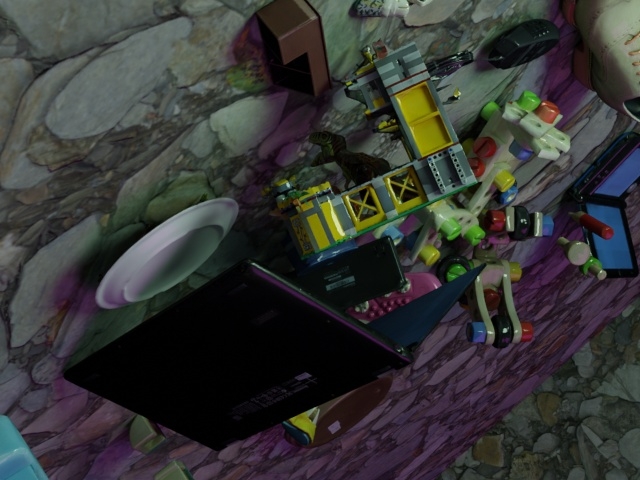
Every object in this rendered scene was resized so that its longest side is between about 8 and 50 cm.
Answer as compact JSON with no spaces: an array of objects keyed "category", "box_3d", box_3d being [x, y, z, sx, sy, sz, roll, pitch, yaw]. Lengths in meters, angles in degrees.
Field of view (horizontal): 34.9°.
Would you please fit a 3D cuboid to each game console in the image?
[{"category":"game console","box_3d":[0.641,-0.068,2.090,0.250,0.173,0.293,-49,155,23]}]

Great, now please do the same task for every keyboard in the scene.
[{"category":"keyboard","box_3d":[0.026,0.047,1.462,0.180,0.108,0.023,-20,167,10]}]

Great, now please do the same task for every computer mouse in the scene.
[{"category":"computer mouse","box_3d":[0.216,-0.248,1.330,0.242,0.041,0.071,-19,166,-29]}]

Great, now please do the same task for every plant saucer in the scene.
[{"category":"plant saucer","box_3d":[0.048,0.348,2.132,0.278,0.041,0.278,-32,156,-16]}]

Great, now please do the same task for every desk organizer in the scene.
[{"category":"desk organizer","box_3d":[-0.026,-0.195,1.050,0.050,0.047,0.130,-33,156,-9]}]

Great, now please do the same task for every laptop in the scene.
[{"category":"laptop","box_3d":[-0.050,0.106,1.360,0.408,0.236,0.382,32,135,-30]}]

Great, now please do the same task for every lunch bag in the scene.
[{"category":"lunch bag","box_3d":[0.000,0.000,1.407,0.098,0.065,0.067,-21,171,-32]}]

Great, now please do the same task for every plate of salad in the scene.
[{"category":"plate of salad","box_3d":[-0.182,0.009,1.185,0.200,0.048,0.200,-36,167,-10]}]

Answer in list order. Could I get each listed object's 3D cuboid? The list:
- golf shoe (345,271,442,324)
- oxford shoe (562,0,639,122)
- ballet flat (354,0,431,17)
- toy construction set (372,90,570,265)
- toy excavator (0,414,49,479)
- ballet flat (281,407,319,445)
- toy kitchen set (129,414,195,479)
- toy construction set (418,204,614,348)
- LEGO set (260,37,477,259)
[{"category":"golf shoe","box_3d":[0.092,0.142,1.749,0.306,0.115,0.140,-36,171,26]},{"category":"oxford shoe","box_3d":[0.441,-0.293,1.426,0.140,0.146,0.397,-39,156,5]},{"category":"ballet flat","box_3d":[0.092,-0.265,1.105,0.114,0.041,0.041,-29,154,-22]},{"category":"toy construction set","box_3d":[0.231,-0.106,1.479,0.215,0.151,0.327,-11,155,-47]},{"category":"toy excavator","box_3d":[-0.322,0.335,1.061,0.433,0.445,0.222,-31,156,-19]},{"category":"ballet flat","box_3d":[-0.039,0.332,1.941,0.077,0.077,0.231,-52,157,-13]},{"category":"toy kitchen set","box_3d":[-0.166,0.304,1.580,0.207,0.166,0.122,-38,156,-3]},{"category":"toy construction set","box_3d":[0.332,0.022,1.799,0.308,0.258,0.237,-21,-161,-4]},{"category":"LEGO set","box_3d":[0.043,-0.109,1.177,0.255,0.192,0.331,-24,179,12]}]
